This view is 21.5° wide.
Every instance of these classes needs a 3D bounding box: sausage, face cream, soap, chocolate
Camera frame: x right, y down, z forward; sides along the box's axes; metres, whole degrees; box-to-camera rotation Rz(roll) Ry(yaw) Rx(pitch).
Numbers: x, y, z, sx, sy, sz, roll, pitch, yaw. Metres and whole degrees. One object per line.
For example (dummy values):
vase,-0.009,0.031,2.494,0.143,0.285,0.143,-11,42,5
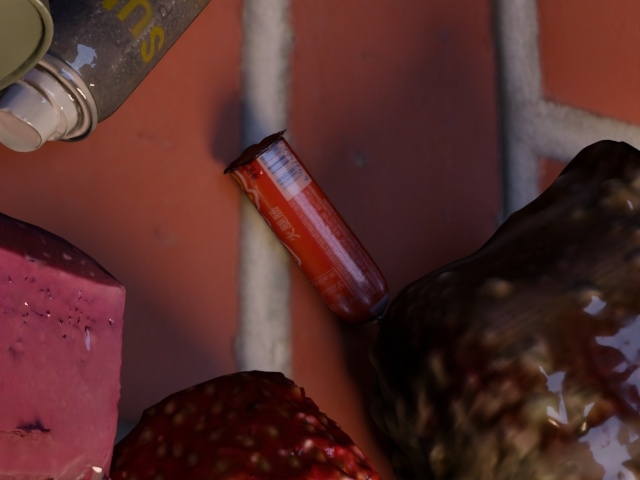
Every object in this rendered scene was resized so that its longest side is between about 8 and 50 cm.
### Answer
sausage,0.000,0.000,1.056,0.048,0.050,0.145,-38,98,-10
face cream,-0.106,-0.155,1.019,0.073,0.073,0.283,44,54,-13
soap,-0.254,0.054,0.756,0.324,0.220,0.127,6,66,-24
chocolate,0.160,0.134,1.012,0.210,0.225,0.340,-26,87,-25

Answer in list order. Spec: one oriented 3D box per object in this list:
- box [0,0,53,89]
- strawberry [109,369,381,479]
box,-0.253,-0.157,0.822,0.226,0.226,0.149,-2,74,-35
strawberry,-0.035,0.209,0.832,0.238,0.250,0.288,-7,80,-9
